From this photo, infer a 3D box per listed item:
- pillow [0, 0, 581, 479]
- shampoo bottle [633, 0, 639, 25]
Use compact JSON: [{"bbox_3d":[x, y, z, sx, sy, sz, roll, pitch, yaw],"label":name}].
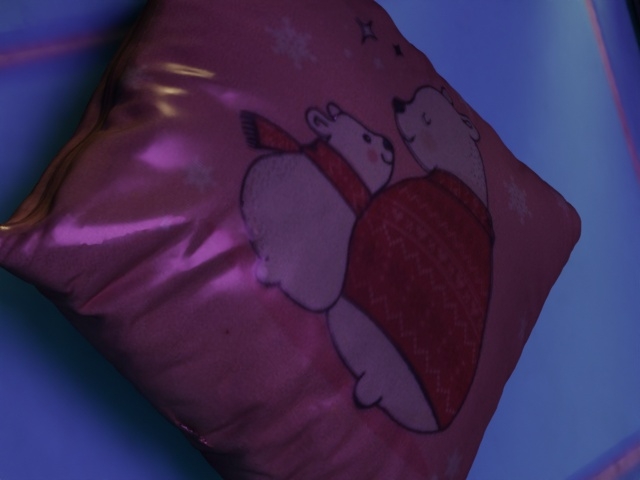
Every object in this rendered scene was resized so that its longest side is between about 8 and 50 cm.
[{"bbox_3d":[0.000,0.000,0.620,0.236,0.084,0.223,45,50,-27],"label":"pillow"},{"bbox_3d":[0.228,-0.118,0.921,0.080,0.079,0.246,-14,89,-51],"label":"shampoo bottle"}]
